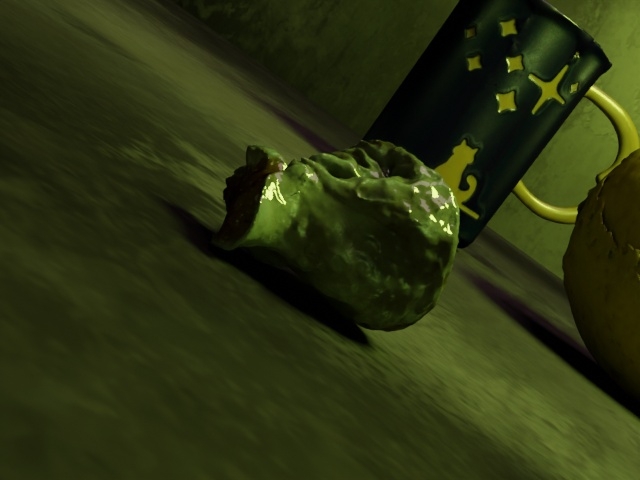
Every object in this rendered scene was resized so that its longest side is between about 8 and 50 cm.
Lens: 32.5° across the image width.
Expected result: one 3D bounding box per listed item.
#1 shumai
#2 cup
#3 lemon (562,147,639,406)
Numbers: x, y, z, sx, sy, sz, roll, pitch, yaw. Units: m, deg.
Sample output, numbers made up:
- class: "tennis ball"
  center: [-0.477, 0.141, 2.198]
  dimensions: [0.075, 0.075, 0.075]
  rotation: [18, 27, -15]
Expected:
- class: "shumai"
  center: [0.000, 0.000, 0.416]
  dimensions: [0.080, 0.082, 0.083]
  rotation: [-12, 3, -32]
- class: "cup"
  center: [0.195, -0.110, 1.161]
  dimensions: [0.255, 0.256, 0.178]
  rotation: [37, 8, 18]
- class: "lemon"
  center: [0.334, 0.033, 0.898]
  dimensions: [0.253, 0.253, 0.310]
  rotation: [28, 9, -44]
